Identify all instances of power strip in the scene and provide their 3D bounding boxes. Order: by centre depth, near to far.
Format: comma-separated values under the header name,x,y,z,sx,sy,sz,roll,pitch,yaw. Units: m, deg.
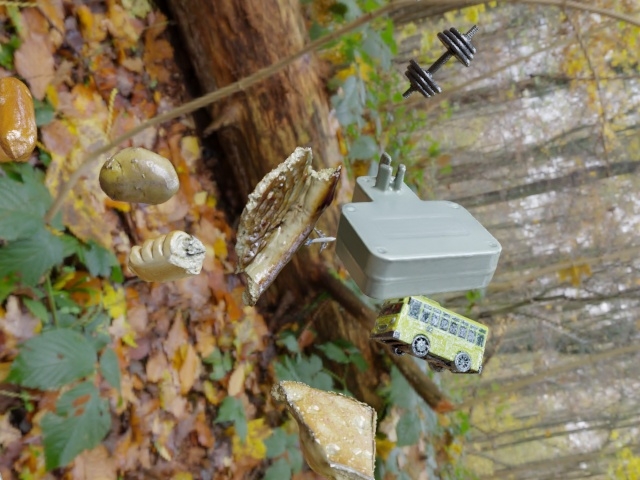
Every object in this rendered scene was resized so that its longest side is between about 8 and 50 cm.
name,x,y,z,sx,sy,sz,roll,pitch,yaw
power strip,0.139,-0.033,1.139,0.261,0.229,0.141,-122,-145,-52

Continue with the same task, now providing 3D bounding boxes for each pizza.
name,x,y,z,sx,sy,sz,roll,pitch,yaw
pizza,-0.001,0.323,1.166,0.080,0.204,0.188,-56,-163,25

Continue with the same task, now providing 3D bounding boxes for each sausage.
name,x,y,z,sx,sy,sz,roll,pitch,yaw
sausage,-0.690,-0.277,1.574,0.098,0.098,0.238,70,0,-54

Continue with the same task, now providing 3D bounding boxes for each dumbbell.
name,x,y,z,sx,sy,sz,roll,pitch,yaw
dumbbell,0.255,-0.380,1.490,0.099,0.208,0.099,44,15,-14

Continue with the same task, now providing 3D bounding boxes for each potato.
name,x,y,z,sx,sy,sz,roll,pitch,yaw
potato,-0.407,-0.143,1.575,0.137,0.176,0.137,-173,-90,-75

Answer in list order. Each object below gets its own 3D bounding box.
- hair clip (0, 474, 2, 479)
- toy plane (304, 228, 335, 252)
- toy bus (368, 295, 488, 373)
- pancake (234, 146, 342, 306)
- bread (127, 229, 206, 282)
name,x,y,z,sx,sy,sz,roll,pitch,yaw
hair clip,-0.620,0.479,1.276,0.085,0.101,0.330,30,-51,58
toy plane,0.000,-0.001,1.835,0.024,0.084,0.078,-74,151,-62
toy bus,0.265,0.226,1.699,0.128,0.262,0.150,-22,-133,64
pancake,-0.049,-0.034,1.116,0.212,0.056,0.257,-37,154,-38
bread,-0.346,0.036,1.560,0.119,0.177,0.084,49,33,-48
